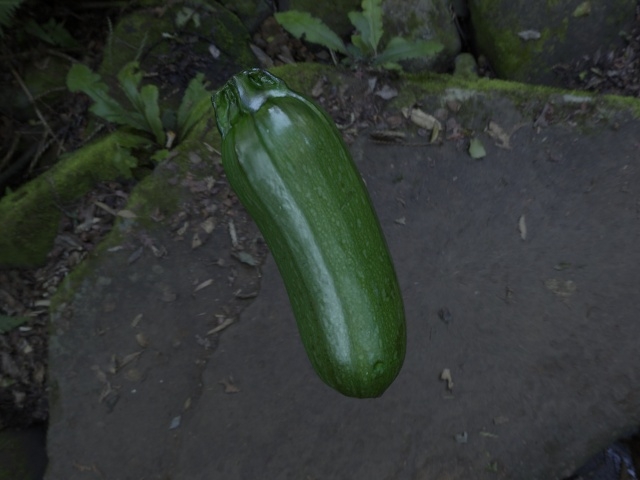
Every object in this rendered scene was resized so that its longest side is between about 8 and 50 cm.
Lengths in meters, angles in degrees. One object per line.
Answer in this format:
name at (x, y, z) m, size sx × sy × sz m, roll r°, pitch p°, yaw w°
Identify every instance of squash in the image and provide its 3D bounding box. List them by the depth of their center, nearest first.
squash at (0.000, 0.000, 0.358) m, size 0.077 × 0.068 × 0.219 m, roll -23°, pitch 106°, yaw 5°
